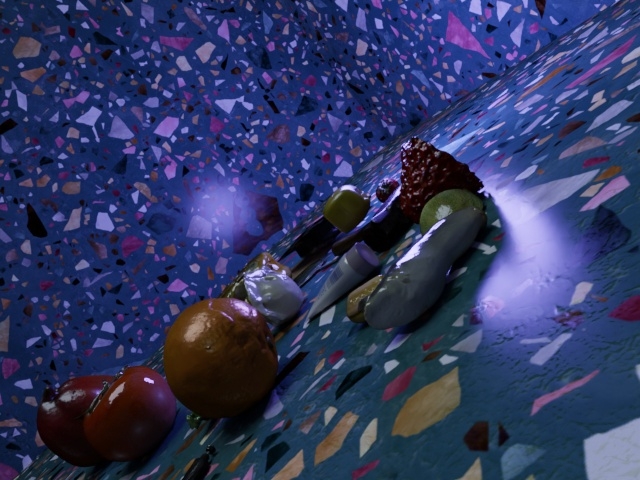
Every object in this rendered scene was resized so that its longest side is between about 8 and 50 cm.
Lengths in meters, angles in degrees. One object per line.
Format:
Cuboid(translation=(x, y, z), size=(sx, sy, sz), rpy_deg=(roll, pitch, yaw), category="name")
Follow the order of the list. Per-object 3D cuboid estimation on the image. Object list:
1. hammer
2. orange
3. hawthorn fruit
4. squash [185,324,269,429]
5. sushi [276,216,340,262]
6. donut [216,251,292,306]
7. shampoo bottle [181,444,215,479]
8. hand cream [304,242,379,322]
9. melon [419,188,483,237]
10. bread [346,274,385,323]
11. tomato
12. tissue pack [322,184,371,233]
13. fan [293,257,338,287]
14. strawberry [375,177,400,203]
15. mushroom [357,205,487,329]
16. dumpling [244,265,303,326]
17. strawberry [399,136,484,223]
Cuboid(translation=(0.142, -0.030, 1.534), size=(0.242, 0.095, 0.409), rpy_deg=(-46, 8, -33), category="hammer")
Cuboid(translation=(-0.217, 0.253, 1.058), size=(0.261, 0.261, 0.261), rpy_deg=(-39, 9, 7), category="orange")
Cuboid(translation=(-0.755, 0.588, 1.575), size=(0.312, 0.294, 0.295), rpy_deg=(9, -28, -39), category="hawthorn fruit")
Cuboid(translation=(-0.240, 0.330, 1.266), size=(0.107, 0.107, 0.395), rpy_deg=(-35, 11, 29), category="squash")
Cuboid(translation=(0.000, 0.000, 2.010), size=(0.296, 0.100, 0.373), rpy_deg=(-35, -6, -37), category="sushi")
Cuboid(translation=(-0.264, 0.196, 1.827), size=(0.360, 0.170, 0.360), rpy_deg=(-46, 8, 9), category="donut")
Cuboid(translation=(-0.244, 0.450, 0.920), size=(0.048, 0.027, 0.137), rpy_deg=(-32, 11, 34), category="shampoo bottle")
Cuboid(translation=(0.046, 0.116, 1.280), size=(0.248, 0.083, 0.133), rpy_deg=(-48, 3, 29), category="hand cream")
Cuboid(translation=(0.287, -0.058, 1.078), size=(0.160, 0.079, 0.128), rpy_deg=(-37, 14, 10), category="melon")
Cuboid(translation=(0.106, 0.126, 0.988), size=(0.115, 0.056, 0.082), rpy_deg=(-38, 30, 29), category="bread")
Cuboid(translation=(-0.525, 0.475, 1.330), size=(0.256, 0.224, 0.256), rpy_deg=(-41, 12, 10), category="tomato")
Cuboid(translation=(0.087, -0.105, 1.478), size=(0.127, 0.123, 0.178), rpy_deg=(-51, 0, 13), category="tissue pack")
Cuboid(translation=(-0.035, 0.116, 1.792), size=(0.294, 0.012, 0.223), rpy_deg=(-37, 8, 18), category="fan")
Cuboid(translation=(0.261, -0.186, 1.826), size=(0.106, 0.106, 0.106), rpy_deg=(-39, 9, 7), category="strawberry")
Cuboid(translation=(0.201, 0.041, 0.900), size=(0.351, 0.097, 0.109), rpy_deg=(-43, 9, -34), category="mushroom")
Cuboid(translation=(-0.146, 0.158, 1.439), size=(0.147, 0.193, 0.258), rpy_deg=(-42, 10, 17), category="dumpling")
Cuboid(translation=(0.261, -0.135, 1.205), size=(0.178, 0.234, 0.234), rpy_deg=(-55, 10, -2), category="strawberry")
